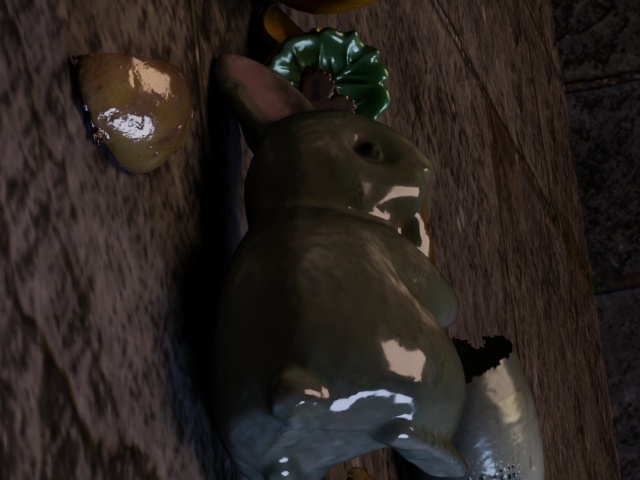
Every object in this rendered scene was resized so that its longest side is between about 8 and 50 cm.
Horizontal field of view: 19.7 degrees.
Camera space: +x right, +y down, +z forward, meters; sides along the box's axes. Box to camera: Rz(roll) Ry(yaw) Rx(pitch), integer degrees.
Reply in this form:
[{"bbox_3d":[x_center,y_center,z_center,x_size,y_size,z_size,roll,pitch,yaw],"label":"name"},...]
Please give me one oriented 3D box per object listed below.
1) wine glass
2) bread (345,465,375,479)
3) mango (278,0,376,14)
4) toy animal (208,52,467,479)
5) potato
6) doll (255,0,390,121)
[{"bbox_3d":[0.191,0.218,1.211,0.096,0.264,0.309,-32,114,-49],"label":"wine glass"},{"bbox_3d":[0.071,0.243,0.976,0.267,0.040,0.267,59,4,-7],"label":"bread"},{"bbox_3d":[0.010,-0.167,1.043,0.190,0.098,0.075,-73,138,-82],"label":"mango"},{"bbox_3d":[0.002,-0.002,0.877,0.127,0.125,0.251,110,-23,-53],"label":"toy animal"},{"bbox_3d":[-0.069,-0.051,0.768,0.093,0.036,0.037,42,37,-71],"label":"potato"},{"bbox_3d":[-0.013,-0.083,1.022,0.078,0.076,0.113,44,-6,-19],"label":"doll"}]
